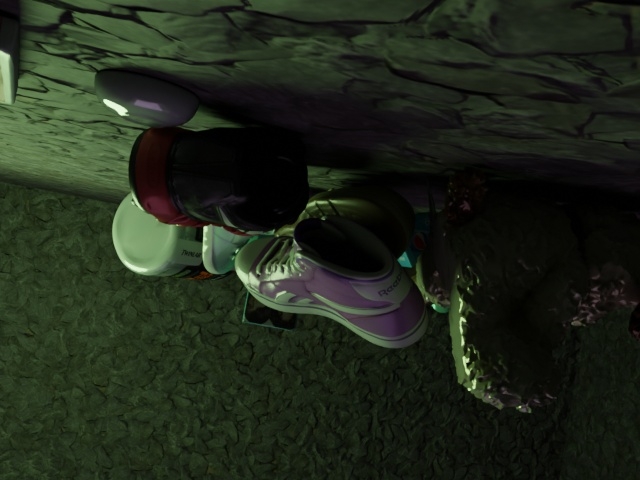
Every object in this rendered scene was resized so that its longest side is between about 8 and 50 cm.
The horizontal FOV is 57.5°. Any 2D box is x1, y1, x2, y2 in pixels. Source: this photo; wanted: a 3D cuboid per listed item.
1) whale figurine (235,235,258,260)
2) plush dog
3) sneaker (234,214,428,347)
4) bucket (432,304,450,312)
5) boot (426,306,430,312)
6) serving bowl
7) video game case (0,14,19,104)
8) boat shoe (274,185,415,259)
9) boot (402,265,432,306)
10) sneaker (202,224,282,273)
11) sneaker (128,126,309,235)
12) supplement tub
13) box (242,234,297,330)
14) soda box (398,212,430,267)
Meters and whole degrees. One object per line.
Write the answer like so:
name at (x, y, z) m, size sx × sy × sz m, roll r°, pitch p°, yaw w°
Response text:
whale figurine at (-0.047, 0.030, 1.219) m, size 0.272 × 0.216 × 0.141 m, roll 31°, pitch 164°, yaw -15°
plush dog at (0.235, 0.017, 0.600) m, size 0.225 × 0.211 × 0.262 m, roll -4°, pitch -153°, yaw -4°
sneaker at (-0.015, 0.016, 0.677) m, size 0.282 × 0.102 × 0.161 m, roll 13°, pitch 151°, yaw 37°
bucket at (0.354, 0.107, 1.612) m, size 0.281 × 0.183 × 0.281 m, roll 10°, pitch 177°, yaw 1°
boot at (0.271, 0.110, 1.389) m, size 0.338 × 0.223 × 0.118 m, roll 12°, pitch -171°, yaw 4°
serving bowl at (-0.142, -0.109, 0.473) m, size 0.083 × 0.027 × 0.083 m, roll 11°, pitch 178°, yaw 0°
video game case at (-0.354, -0.153, 0.377) m, size 0.285 × 0.025 × 0.204 m, roll 11°, pitch 178°, yaw -28°
boat shoe at (0.037, -0.027, 0.810) m, size 0.122 × 0.110 × 0.341 m, roll 55°, pitch 158°, yaw -10°
boot at (0.220, 0.055, 1.024) m, size 0.206 × 0.090 × 0.248 m, roll -26°, pitch -179°, yaw -16°
sneaker at (-0.122, -0.007, 1.013) m, size 0.151 × 0.094 × 0.256 m, roll 10°, pitch 147°, yaw -3°
sneaker at (-0.059, -0.053, 0.593) m, size 0.135 × 0.098 × 0.276 m, roll 3°, pitch 179°, yaw 23°
supplement tub at (-0.312, -0.009, 1.411) m, size 0.207 × 0.207 × 0.338 m, roll 9°, pitch 177°, yaw 26°
box at (-0.075, 0.040, 1.100) m, size 0.100 × 0.244 × 0.060 m, roll 10°, pitch 178°, yaw 0°
soda box at (0.140, -0.001, 1.047) m, size 0.067 × 0.071 × 0.210 m, roll -26°, pitch -175°, yaw -12°
